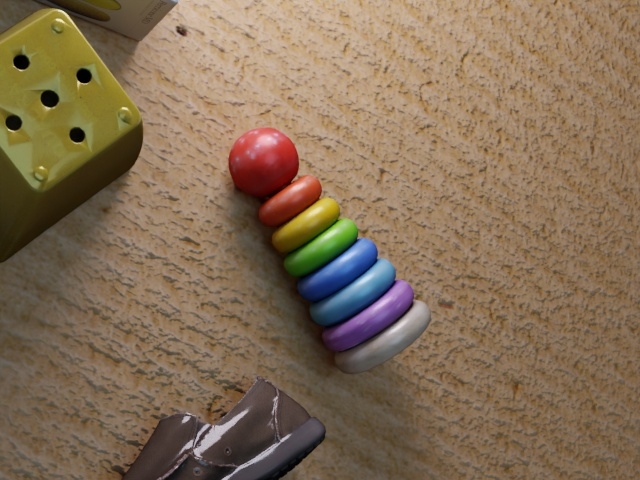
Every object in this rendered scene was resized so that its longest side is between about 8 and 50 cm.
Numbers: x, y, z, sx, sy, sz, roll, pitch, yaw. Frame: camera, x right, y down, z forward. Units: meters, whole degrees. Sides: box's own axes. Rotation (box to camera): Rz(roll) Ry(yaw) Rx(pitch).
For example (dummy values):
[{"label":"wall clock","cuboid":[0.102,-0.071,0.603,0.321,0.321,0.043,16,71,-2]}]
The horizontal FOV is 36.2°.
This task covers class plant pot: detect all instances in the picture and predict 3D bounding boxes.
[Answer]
[{"label":"plant pot","cuboid":[-0.312,-0.129,1.052,0.212,0.187,0.212,-42,103,-28]}]

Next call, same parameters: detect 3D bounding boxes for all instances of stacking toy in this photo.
[{"label":"stacking toy","cuboid":[0.000,0.000,1.240,0.141,0.141,0.330,-35,96,-28]}]

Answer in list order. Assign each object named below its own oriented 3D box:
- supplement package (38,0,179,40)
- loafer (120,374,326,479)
[{"label":"supplement package","cuboid":[-0.283,-0.352,1.130,0.244,0.139,0.134,18,73,-25]},{"label":"loafer","cuboid":[-0.164,0.273,1.122,0.366,0.134,0.130,-26,72,-39]}]
